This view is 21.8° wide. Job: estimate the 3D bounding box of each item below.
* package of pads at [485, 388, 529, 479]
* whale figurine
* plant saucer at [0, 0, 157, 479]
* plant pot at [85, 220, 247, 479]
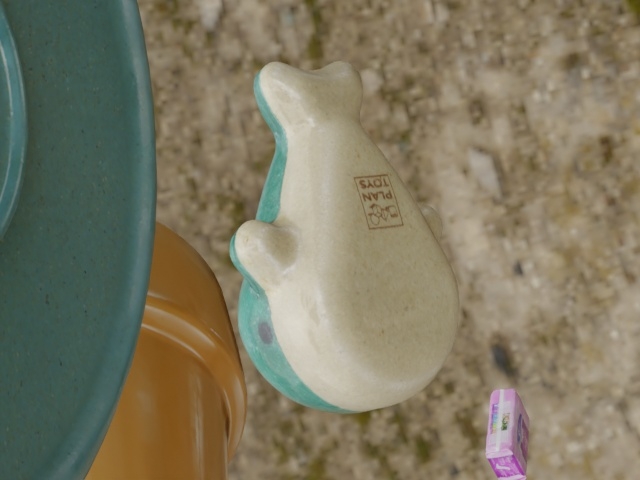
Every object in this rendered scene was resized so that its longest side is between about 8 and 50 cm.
[{"bbox_3d":[0.184,0.192,1.631,0.032,0.083,0.050,-13,130,22],"label":"package of pads"},{"bbox_3d":[0.000,0.000,1.283,0.141,0.216,0.272,-19,83,45],"label":"whale figurine"},{"bbox_3d":[-0.121,-0.037,0.443,0.043,0.317,0.318,-5,100,23],"label":"plant saucer"},{"bbox_3d":[-0.118,0.118,0.691,0.188,0.205,0.205,-111,28,-42],"label":"plant pot"}]
